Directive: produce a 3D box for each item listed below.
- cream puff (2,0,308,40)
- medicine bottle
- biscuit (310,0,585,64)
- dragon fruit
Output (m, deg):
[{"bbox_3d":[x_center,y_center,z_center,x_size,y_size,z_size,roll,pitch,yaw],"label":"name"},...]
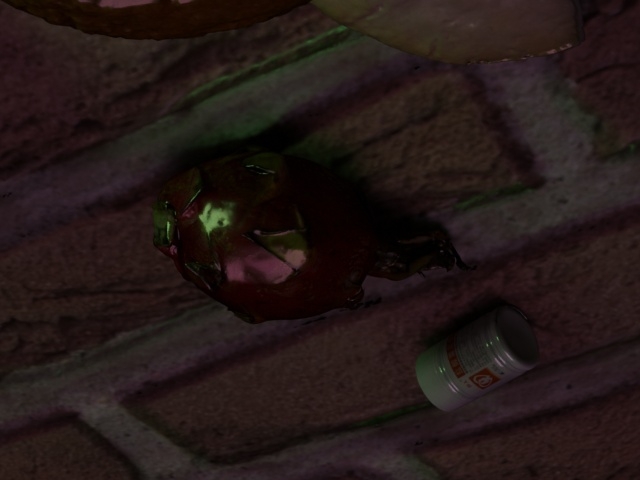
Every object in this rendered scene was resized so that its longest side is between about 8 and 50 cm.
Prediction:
[{"bbox_3d":[-0.081,-0.243,0.748,0.303,0.212,0.303,-3,109,-8],"label":"cream puff"},{"bbox_3d":[0.126,0.095,1.225,0.057,0.057,0.089,33,130,-30],"label":"medicine bottle"},{"bbox_3d":[0.068,-0.189,0.931,0.265,0.040,0.188,26,135,-24],"label":"biscuit"},{"bbox_3d":[0.000,0.000,1.102,0.246,0.125,0.125,10,126,-32],"label":"dragon fruit"}]
